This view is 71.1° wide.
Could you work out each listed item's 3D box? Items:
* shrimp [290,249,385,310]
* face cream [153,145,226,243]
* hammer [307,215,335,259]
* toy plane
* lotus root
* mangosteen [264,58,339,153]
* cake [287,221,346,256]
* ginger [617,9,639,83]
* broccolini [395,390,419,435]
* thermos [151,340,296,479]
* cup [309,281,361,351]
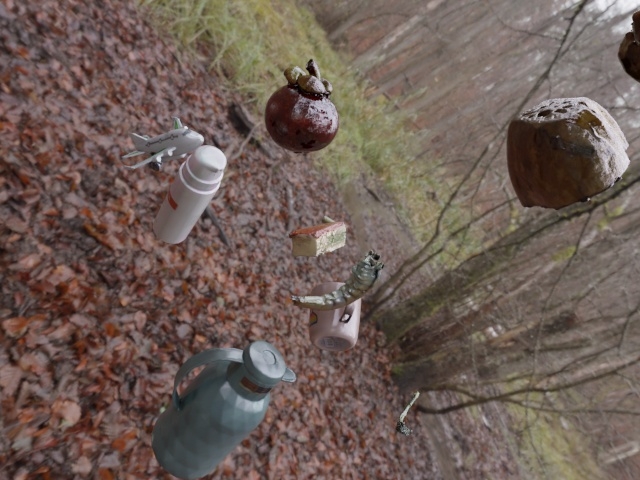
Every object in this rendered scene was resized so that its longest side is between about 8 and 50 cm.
[{"bbox_3d":[0.056,0.144,1.332,0.185,0.286,0.068,73,-4,-54],"label":"shrimp"},{"bbox_3d":[-0.325,-0.110,1.106,0.101,0.345,0.102,18,52,-25],"label":"face cream"},{"bbox_3d":[0.000,0.000,1.776,0.060,0.195,0.028,30,19,11],"label":"hammer"},{"bbox_3d":[-0.431,-0.268,1.269,0.101,0.255,0.251,70,31,-42],"label":"toy plane"},{"bbox_3d":[0.669,-0.258,1.204,0.250,0.316,0.316,59,18,-17],"label":"lotus root"},{"bbox_3d":[-0.049,-0.378,1.267,0.215,0.215,0.258,-72,170,-66],"label":"mangosteen"},{"bbox_3d":[-0.014,-0.004,1.359,0.220,0.116,0.086,-27,116,-63],"label":"cake"},{"bbox_3d":[0.863,-0.427,0.952,0.254,0.418,0.176,35,55,-71],"label":"ginger"},{"bbox_3d":[0.276,0.552,1.441,0.054,0.052,0.194,59,31,-10],"label":"broccolini"},{"bbox_3d":[-0.186,0.285,0.797,0.182,0.286,0.145,28,25,-26],"label":"thermos"},{"bbox_3d":[0.064,0.270,1.620,0.191,0.253,0.201,18,51,-16],"label":"cup"}]
